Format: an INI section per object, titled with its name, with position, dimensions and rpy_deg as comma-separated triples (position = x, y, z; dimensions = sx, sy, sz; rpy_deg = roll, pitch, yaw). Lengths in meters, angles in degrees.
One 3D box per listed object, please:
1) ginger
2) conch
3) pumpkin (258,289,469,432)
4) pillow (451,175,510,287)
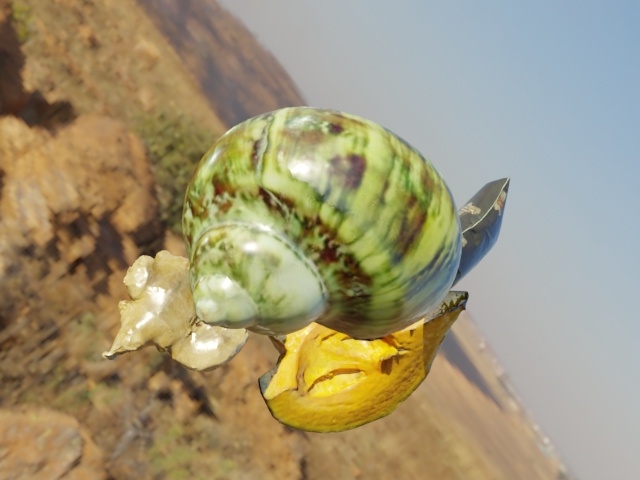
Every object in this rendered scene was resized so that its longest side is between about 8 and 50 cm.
[ginger]
position = -0.120, 0.035, 1.245
dimensions = 0.133, 0.214, 0.059
rpy_deg = 24, -28, -15
[conch]
position = 0.000, 0.001, 0.844
dimensions = 0.187, 0.181, 0.124
rpy_deg = 51, -3, -9
[pumpkin]
position = 0.045, 0.115, 1.483
dimensions = 0.130, 0.254, 0.149
rpy_deg = 59, -3, 39
[pillow]
position = 0.156, -0.001, 1.370
dimensions = 0.048, 0.150, 0.090
rpy_deg = 21, -48, 26
